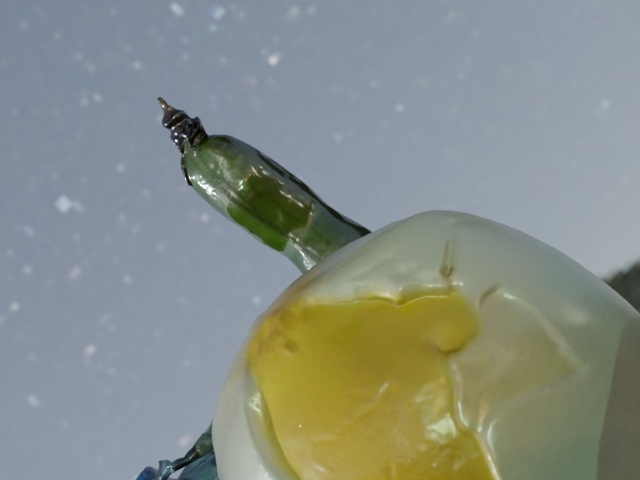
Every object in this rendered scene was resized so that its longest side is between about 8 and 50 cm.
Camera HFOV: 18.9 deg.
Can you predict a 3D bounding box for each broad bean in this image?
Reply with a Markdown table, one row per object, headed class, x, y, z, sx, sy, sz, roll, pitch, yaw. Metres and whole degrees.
| class | x | y | z | sx | sy | sz | roll | pitch | yaw |
| --- | --- | --- | --- | --- | --- | --- | --- | --- | --- |
| broad bean | 0.000 | 0.000 | 1.525 | 0.061 | 0.339 | 0.077 | -54 | -3 | 14 |

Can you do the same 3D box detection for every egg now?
| class | x | y | z | sx | sy | sz | roll | pitch | yaw |
| --- | --- | --- | --- | --- | --- | --- | --- | --- | --- |
| egg | 0.105 | 0.143 | 1.223 | 0.283 | 0.345 | 0.283 | -54 | 0 | 0 |

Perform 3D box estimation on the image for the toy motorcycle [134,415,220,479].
| class | x | y | z | sx | sy | sz | roll | pitch | yaw |
| --- | --- | --- | --- | --- | --- | --- | --- | --- | --- |
| toy motorcycle | -0.078 | 0.215 | 1.606 | 0.206 | 0.154 | 0.260 | -63 | 1 | 14 |
